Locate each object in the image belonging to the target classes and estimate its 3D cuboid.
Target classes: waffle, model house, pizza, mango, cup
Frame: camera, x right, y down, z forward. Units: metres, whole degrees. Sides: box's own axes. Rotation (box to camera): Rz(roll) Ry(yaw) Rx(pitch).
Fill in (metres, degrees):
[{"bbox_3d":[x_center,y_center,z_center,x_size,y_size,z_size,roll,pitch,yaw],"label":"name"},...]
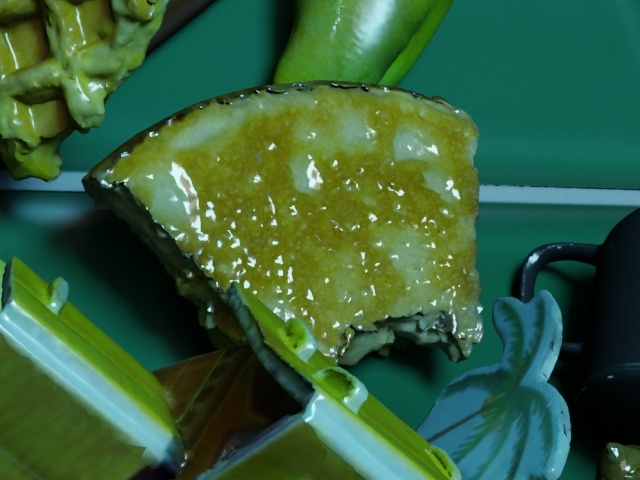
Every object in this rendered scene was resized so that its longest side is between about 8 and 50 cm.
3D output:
[{"bbox_3d":[-0.227,-0.195,0.722,0.302,0.325,0.068,31,13,5],"label":"waffle"},{"bbox_3d":[-0.040,0.074,0.580,0.300,0.323,0.340,44,55,-19],"label":"model house"},{"bbox_3d":[0.000,0.000,0.821,0.323,0.089,0.223,-13,79,-36],"label":"pizza"},{"bbox_3d":[0.034,-0.190,0.938,0.125,0.111,0.233,32,66,9],"label":"mango"},{"bbox_3d":[0.249,0.069,0.874,0.223,0.169,0.177,10,60,21],"label":"cup"}]

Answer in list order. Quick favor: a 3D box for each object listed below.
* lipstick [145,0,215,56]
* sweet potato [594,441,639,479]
[{"bbox_3d":[-0.120,-0.179,0.890,0.057,0.057,0.357,41,53,2],"label":"lipstick"},{"bbox_3d":[0.314,0.298,0.782,0.130,0.130,0.423,-34,86,-35],"label":"sweet potato"}]
